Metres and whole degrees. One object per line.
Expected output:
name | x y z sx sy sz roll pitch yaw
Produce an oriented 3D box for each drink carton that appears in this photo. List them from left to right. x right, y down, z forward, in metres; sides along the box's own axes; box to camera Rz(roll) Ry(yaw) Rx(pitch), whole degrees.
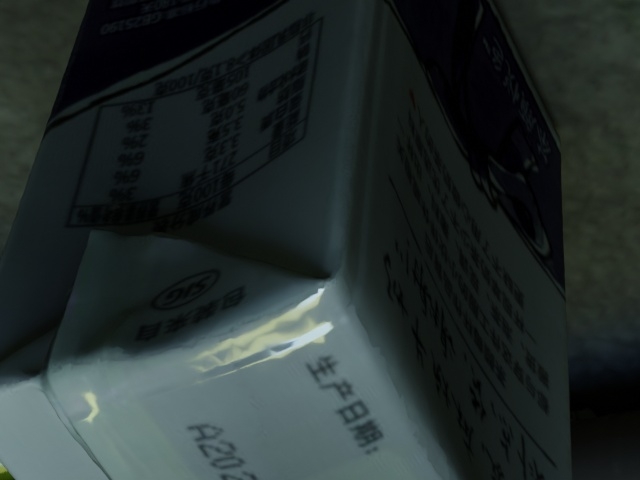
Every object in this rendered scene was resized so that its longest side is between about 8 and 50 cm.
drink carton | 0.000 0.001 0.455 0.102 0.222 0.134 -17 125 18

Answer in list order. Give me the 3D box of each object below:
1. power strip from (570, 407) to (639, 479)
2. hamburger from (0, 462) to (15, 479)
power strip | 0.116 0.133 0.601 0.078 0.154 0.154 -9 127 16
hamburger | -0.060 0.167 0.631 0.302 0.170 0.302 1 133 1
